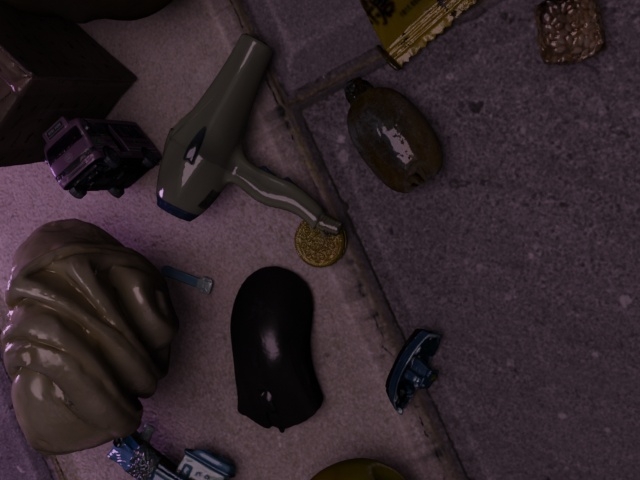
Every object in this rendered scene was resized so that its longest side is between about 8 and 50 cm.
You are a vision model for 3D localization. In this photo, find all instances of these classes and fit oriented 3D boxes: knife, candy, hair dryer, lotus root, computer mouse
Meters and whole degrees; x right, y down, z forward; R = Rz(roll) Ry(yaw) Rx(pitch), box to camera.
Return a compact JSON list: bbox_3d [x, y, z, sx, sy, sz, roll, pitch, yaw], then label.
[{"bbox_3d":[-0.217,0.061,1.901,0.096,0.010,0.027,19,103,20],"label":"knife"},{"bbox_3d":[0.079,-0.413,1.705,0.187,0.081,0.297,-40,92,20],"label":"candy"},{"bbox_3d":[-0.096,-0.165,1.792,0.298,0.119,0.296,7,92,10],"label":"hair dryer"},{"bbox_3d":[0.099,-0.159,1.719,0.113,0.088,0.192,-39,81,26],"label":"lotus root"},{"bbox_3d":[-0.081,0.177,1.827,0.147,0.088,0.264,-7,96,23],"label":"computer mouse"},{"bbox_3d":[0.342,-0.296,1.615,0.095,0.085,0.110,-16,100,15],"label":"candy"}]

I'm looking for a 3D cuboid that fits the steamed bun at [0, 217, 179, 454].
[{"bbox_3d":[-0.340,0.148,1.805,0.247,0.352,0.339,-3,110,-2],"label":"steamed bun"}]

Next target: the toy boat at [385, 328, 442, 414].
[{"bbox_3d":[0.142,0.196,1.753,0.061,0.060,0.137,38,105,35],"label":"toy boat"}]

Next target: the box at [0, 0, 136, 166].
[{"bbox_3d":[-0.481,-0.252,1.811,0.225,0.297,0.190,43,108,11],"label":"box"}]

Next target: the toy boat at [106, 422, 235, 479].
[{"bbox_3d":[-0.242,0.358,1.899,0.238,0.109,0.098,27,84,13],"label":"toy boat"}]

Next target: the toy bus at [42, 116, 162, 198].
[{"bbox_3d":[-0.340,-0.134,1.826,0.096,0.199,0.108,-38,79,19],"label":"toy bus"}]

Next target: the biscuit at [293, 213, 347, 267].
[{"bbox_3d":[0.000,0.000,1.806,0.084,0.023,0.084,3,97,22],"label":"biscuit"}]

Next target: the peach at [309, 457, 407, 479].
[{"bbox_3d":[0.051,0.443,1.728,0.231,0.231,0.231,2,97,20],"label":"peach"}]

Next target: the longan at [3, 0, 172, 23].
[{"bbox_3d":[-0.353,-0.480,1.737,0.361,0.361,0.361,2,97,20],"label":"longan"}]
